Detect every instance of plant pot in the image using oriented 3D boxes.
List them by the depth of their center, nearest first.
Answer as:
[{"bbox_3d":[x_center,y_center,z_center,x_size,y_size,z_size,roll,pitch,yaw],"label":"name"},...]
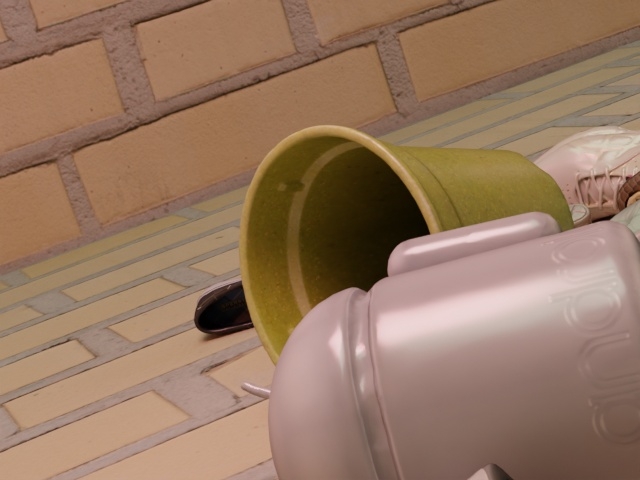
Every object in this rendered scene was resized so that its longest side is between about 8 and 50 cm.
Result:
[{"bbox_3d":[0.104,0.013,1.330,0.254,0.276,0.276,-12,4,-43],"label":"plant pot"}]

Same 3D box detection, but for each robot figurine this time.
[{"bbox_3d":[0.117,0.107,0.893,0.354,0.199,0.300,-16,45,12],"label":"robot figurine"}]

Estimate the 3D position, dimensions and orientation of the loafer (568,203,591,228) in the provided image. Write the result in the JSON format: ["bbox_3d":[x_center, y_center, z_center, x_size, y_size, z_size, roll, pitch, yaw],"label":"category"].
[{"bbox_3d":[0.274,-0.005,1.670,0.125,0.039,0.045,-20,44,7],"label":"loafer"}]

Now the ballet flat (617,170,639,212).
[{"bbox_3d":[0.460,-0.059,1.543,0.250,0.084,0.058,-10,37,20],"label":"ballet flat"}]

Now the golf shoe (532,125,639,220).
[{"bbox_3d":[0.383,-0.082,1.669,0.306,0.115,0.140,-16,14,18],"label":"golf shoe"}]

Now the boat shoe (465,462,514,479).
[{"bbox_3d":[0.077,0.219,0.641,0.103,0.118,0.320,-38,15,14],"label":"boat shoe"}]

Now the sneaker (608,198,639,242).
[{"bbox_3d":[0.309,0.032,1.320,0.256,0.094,0.151,-44,3,-38],"label":"sneaker"}]

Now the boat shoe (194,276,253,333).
[{"bbox_3d":[-0.061,0.066,1.733,0.229,0.080,0.076,-16,17,16],"label":"boat shoe"}]
